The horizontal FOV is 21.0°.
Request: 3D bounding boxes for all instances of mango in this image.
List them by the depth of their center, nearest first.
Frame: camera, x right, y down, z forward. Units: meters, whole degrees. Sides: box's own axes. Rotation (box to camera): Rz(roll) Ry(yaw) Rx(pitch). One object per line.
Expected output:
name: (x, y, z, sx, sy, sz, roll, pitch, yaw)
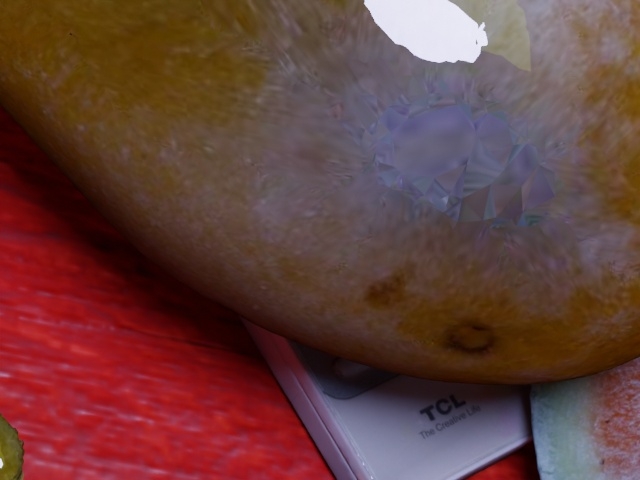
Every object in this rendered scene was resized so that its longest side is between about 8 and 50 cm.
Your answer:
mango: (-0.008, -0.080, 0.669, 0.384, 0.199, 0.221, 24, 100, -9)

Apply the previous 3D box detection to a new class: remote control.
remote control: (0.000, 0.000, 0.776, 0.103, 0.034, 0.250, -22, 72, -31)

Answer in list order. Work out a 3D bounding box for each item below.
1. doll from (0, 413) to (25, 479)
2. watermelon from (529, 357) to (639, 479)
doll: (-0.141, 0.164, 0.601, 0.137, 0.097, 0.209, -16, 73, 10)
watermelon: (0.214, 0.060, 0.723, 0.289, 0.214, 0.320, -38, 93, -32)
